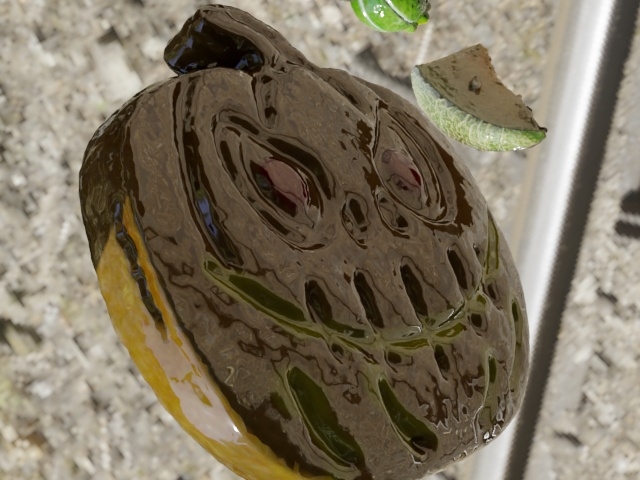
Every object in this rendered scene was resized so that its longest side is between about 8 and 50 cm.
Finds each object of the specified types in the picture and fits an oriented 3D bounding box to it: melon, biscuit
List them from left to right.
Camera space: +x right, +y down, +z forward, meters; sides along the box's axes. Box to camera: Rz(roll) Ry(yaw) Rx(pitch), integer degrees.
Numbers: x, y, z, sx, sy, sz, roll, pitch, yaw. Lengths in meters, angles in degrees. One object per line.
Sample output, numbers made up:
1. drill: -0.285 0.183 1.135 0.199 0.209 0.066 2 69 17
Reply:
1. biscuit: 0.006 -0.004 0.984 0.070 0.394 0.350 -30 86 34
2. melon: 0.176 -0.149 1.661 0.182 0.098 0.054 -118 4 -47

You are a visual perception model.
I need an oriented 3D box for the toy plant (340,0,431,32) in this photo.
1. toy plant: 0.058 -0.289 1.627 0.162 0.092 0.093 35 157 -34
